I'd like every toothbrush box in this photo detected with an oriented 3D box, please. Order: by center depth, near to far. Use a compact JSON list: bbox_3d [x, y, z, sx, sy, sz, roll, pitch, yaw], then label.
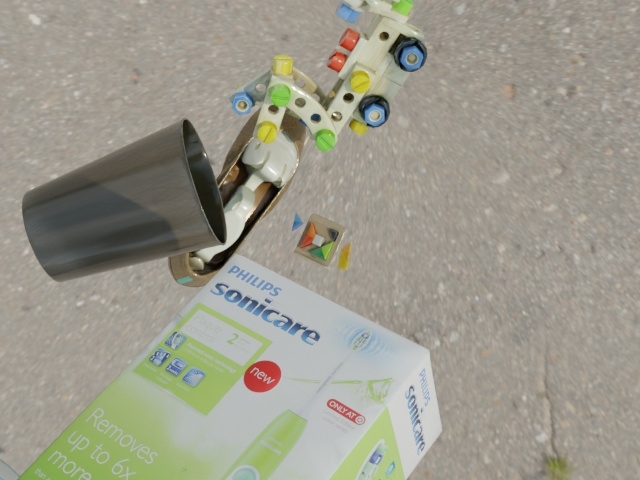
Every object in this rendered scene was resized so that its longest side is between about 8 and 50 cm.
[{"bbox_3d":[-0.069,0.175,0.777,0.206,0.283,0.122,26,147,32],"label":"toothbrush box"}]

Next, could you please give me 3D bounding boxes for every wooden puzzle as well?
[{"bbox_3d":[0.000,0.000,1.561,0.116,0.014,0.079,17,83,24],"label":"wooden puzzle"}]

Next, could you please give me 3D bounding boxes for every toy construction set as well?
[{"bbox_3d":[0.026,-0.262,1.420,0.215,0.151,0.328,26,131,-15],"label":"toy construction set"}]

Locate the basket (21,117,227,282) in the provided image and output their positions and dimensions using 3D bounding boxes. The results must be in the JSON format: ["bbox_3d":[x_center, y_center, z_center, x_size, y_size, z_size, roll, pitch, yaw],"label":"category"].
[{"bbox_3d":[-0.254,-0.040,1.279,0.226,0.204,0.154,-20,129,3],"label":"basket"}]

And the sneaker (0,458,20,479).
[{"bbox_3d":[-0.349,0.352,0.947,0.127,0.208,0.319,-6,126,8],"label":"sneaker"}]

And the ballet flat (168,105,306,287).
[{"bbox_3d":[-0.117,-0.073,1.520,0.116,0.124,0.342,38,83,-16],"label":"ballet flat"}]
